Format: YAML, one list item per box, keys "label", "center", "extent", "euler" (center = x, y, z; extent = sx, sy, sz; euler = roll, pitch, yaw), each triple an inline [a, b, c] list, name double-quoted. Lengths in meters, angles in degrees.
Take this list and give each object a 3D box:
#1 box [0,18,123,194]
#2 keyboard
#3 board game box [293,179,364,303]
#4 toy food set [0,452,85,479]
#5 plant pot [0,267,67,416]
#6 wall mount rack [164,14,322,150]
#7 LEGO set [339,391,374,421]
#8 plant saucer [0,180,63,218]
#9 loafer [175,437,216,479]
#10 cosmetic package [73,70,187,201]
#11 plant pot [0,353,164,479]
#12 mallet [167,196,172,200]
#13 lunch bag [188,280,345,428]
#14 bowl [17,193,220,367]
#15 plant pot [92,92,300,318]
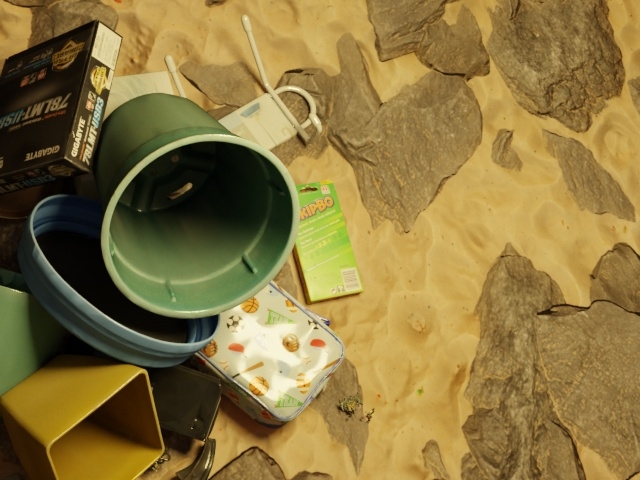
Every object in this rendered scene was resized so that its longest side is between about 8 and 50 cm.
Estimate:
- label: "box"
  center: [-0.521, -0.245, 1.787]
  extent: [0.073, 0.295, 0.293]
  euler: [34, 57, -45]
- label: "keyboard"
  center: [-0.357, 0.313, 1.791]
  extent: [0.317, 0.033, 0.201]
  euler: [18, 79, 2]
- label: "board game box"
  center: [0.000, 0.000, 2.030]
  extent: [0.124, 0.039, 0.259]
  euler: [-10, 77, -20]
- label: "toy food set"
  center: [-0.515, 0.461, 1.677]
  extent: [0.232, 0.104, 0.111]
  euler: [-18, 77, -21]
- label: "plant pot"
  center: [-0.601, 0.173, 1.664]
  extent: [0.293, 0.293, 0.235]
  euler: [18, 88, -10]
- label: "wall mount rack"
  center: [-0.169, -0.295, 2.032]
  extent: [0.350, 0.130, 0.304]
  euler: [-34, 83, -25]
- label: "LEGO set"
  center: [0.070, 0.344, 1.940]
  extent: [0.083, 0.023, 0.054]
  euler: [46, 67, -12]
- label: "plant saucer"
  center: [-0.616, -0.132, 1.887]
  extent: [0.199, 0.036, 0.198]
  euler: [7, 70, -20]
- label: "loafer"
  center: [-0.246, 0.449, 1.786]
  extent: [0.061, 0.062, 0.170]
  euler: [22, 65, -3]
- label: "cosmetic package"
  center: [-0.400, -0.206, 1.922]
  extent: [0.225, 0.138, 0.224]
  euler: [-12, 70, -19]
- label: "plant pot"
  center: [-0.419, 0.317, 1.606]
  extent: [0.187, 0.212, 0.212]
  euler: [22, 44, 32]
- label: "mallet"
  center: [-0.258, -0.045, 1.974]
  extent: [0.190, 0.039, 0.062]
  euler: [11, 66, -17]
- label: "lunch bag"
  center: [-0.108, 0.211, 1.883]
  extent: [0.303, 0.115, 0.243]
  euler: [40, 63, 1]
- label: "bowl"
  center: [-0.360, 0.074, 1.692]
  extent: [0.391, 0.391, 0.077]
  euler: [39, 108, 0]
- label: "plant pot"
  center: [-0.254, -0.094, 1.692]
  extent: [0.341, 0.341, 0.334]
  euler: [-11, 33, -20]
